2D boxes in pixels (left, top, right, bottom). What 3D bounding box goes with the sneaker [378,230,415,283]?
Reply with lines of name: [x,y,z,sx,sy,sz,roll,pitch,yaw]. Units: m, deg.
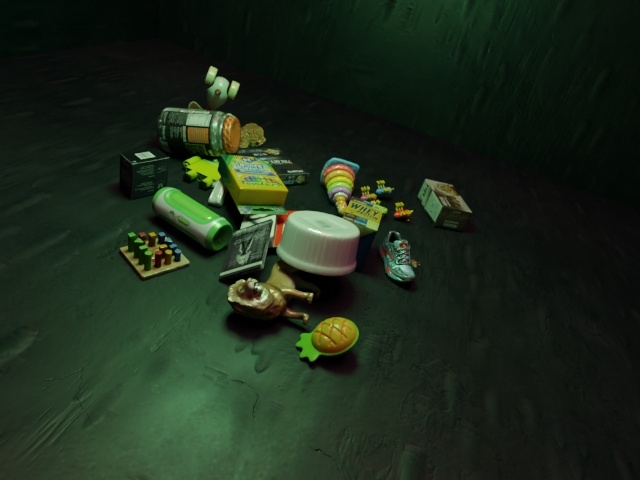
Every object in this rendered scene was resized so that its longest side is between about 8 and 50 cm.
sneaker: [0.301,0.058,1.693,0.104,0.125,0.262,3,35,-20]

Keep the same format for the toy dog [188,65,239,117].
toy dog: [-0.505,-0.637,2.050,0.220,0.334,0.161,9,42,-4]

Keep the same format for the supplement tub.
supplement tub: [-0.552,-0.495,1.993,0.337,0.207,0.207,6,32,6]

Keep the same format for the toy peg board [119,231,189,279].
toy peg board: [-0.531,0.029,1.394,0.160,0.079,0.161,-20,48,-43]

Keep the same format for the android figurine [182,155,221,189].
android figurine: [-0.483,-0.310,1.948,0.248,0.056,0.273,26,35,13]

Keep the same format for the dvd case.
dvd case: [-0.245,0.028,1.453,0.164,0.018,0.221,-17,41,21]

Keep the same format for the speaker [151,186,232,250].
speaker: [-0.459,-0.080,1.547,0.296,0.131,0.131,30,35,20]

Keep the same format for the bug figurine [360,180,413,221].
bug figurine: [0.311,-0.184,2.110,0.216,0.072,0.279,-6,44,-22]

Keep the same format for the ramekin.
ramekin: [0.000,0.000,1.453,0.277,0.135,0.277,12,18,-4]

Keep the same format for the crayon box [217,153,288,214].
crayon box: [-0.265,-0.228,1.731,0.203,0.083,0.323,-1,39,-32]

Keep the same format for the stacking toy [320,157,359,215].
stacking toy: [0.091,-0.228,2.032,0.165,0.175,0.302,13,46,-16]

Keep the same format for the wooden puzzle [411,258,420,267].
wooden puzzle: [0.372,0.091,1.787,0.083,0.006,0.049,19,33,3]

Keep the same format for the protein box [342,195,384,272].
protein box: [0.140,-0.027,1.676,0.135,0.200,0.201,20,32,4]

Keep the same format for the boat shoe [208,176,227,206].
boat shoe: [-0.423,-0.217,1.804,0.063,0.066,0.184,7,59,-1]

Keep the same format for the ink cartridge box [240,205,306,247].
ink cartridge box: [-0.176,-0.069,1.675,0.238,0.060,0.275,-1,34,1]

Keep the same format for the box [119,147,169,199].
box: [-0.683,-0.260,1.680,0.093,0.158,0.156,36,36,25]

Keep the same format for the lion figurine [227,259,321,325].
lion figurine: [-0.124,0.143,1.390,0.240,0.142,0.392,14,18,9]

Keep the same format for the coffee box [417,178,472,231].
coffee box: [0.627,-0.182,2.209,0.168,0.119,0.297,11,33,-12]

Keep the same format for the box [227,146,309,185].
box: [-0.257,-0.362,2.110,0.295,0.073,0.293,-11,40,-39]

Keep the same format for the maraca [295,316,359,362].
maraca: [0.021,0.286,1.255,0.185,0.099,0.127,-20,36,-8]

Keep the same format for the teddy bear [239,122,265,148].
teddy bear: [-0.455,-0.512,2.235,0.245,0.113,0.338,26,40,27]
